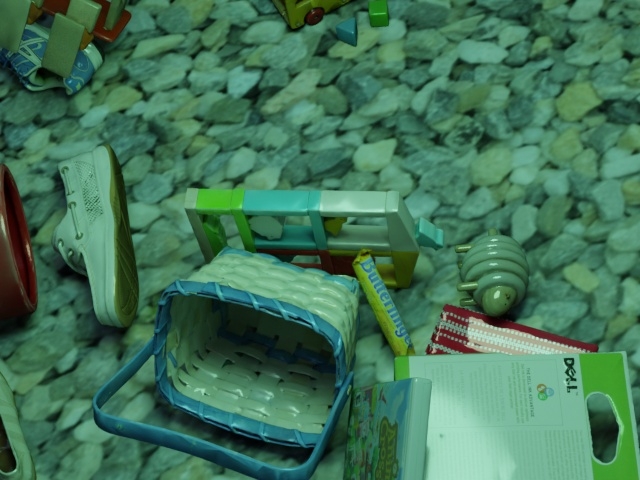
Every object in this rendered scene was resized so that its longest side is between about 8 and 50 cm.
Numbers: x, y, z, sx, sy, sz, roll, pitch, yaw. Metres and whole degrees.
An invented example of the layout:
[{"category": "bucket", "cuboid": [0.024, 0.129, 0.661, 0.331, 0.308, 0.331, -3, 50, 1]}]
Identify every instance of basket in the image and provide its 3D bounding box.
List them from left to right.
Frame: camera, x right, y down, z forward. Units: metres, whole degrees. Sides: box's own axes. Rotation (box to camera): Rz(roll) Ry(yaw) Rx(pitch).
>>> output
[{"category": "basket", "cuboid": [-0.080, 0.147, 1.522, 0.254, 0.201, 0.289, 17, 33, 17]}]

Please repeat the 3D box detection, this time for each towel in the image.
[{"category": "towel", "cuboid": [0.189, 0.212, 1.566, 0.198, 0.031, 0.275, 16, 63, 16]}]

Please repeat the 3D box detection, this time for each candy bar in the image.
[{"category": "candy bar", "cuboid": [0.076, 0.081, 1.596, 0.018, 0.161, 0.040, -14, 19, 34]}]

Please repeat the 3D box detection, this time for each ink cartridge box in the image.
[{"category": "ink cartridge box", "cuboid": [0.210, 0.225, 1.484, 0.255, 0.097, 0.189, -2, 59, 2]}]

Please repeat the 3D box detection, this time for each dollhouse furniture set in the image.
[{"category": "dollhouse furniture set", "cuboid": [-0.386, -0.346, 1.859, 0.259, 0.135, 0.262, 26, 39, -2]}]

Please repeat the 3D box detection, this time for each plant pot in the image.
[{"category": "plant pot", "cuboid": [-0.449, 0.015, 1.667, 0.174, 0.191, 0.191, -13, 59, -6]}]

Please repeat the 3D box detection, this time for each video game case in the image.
[{"category": "video game case", "cuboid": [0.062, 0.256, 1.440, 0.023, 0.193, 0.212, 10, 78, -17]}]

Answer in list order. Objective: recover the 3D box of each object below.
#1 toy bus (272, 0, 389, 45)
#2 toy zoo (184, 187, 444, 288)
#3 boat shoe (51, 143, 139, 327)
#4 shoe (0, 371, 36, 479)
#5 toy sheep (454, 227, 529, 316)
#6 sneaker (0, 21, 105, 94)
[{"category": "toy bus", "cuboid": [0.012, -0.387, 1.893, 0.191, 0.104, 0.202, 10, 62, 13]}, {"category": "toy zoo", "cuboid": [0.000, 0.000, 1.620, 0.293, 0.192, 0.030, 2, 61, 8]}, {"category": "boat shoe", "cuboid": [-0.290, 0.002, 1.719, 0.096, 0.098, 0.277, -13, 50, 1]}, {"category": "shoe", "cuboid": [-0.400, 0.210, 1.631, 0.076, 0.058, 0.219, -30, 61, -10]}, {"category": "toy sheep", "cuboid": [0.207, 0.036, 1.635, 0.091, 0.091, 0.132, -3, 53, 6]}, {"category": "sneaker", "cuboid": [-0.410, -0.260, 1.892, 0.211, 0.080, 0.081, 13, 60, 16]}]
